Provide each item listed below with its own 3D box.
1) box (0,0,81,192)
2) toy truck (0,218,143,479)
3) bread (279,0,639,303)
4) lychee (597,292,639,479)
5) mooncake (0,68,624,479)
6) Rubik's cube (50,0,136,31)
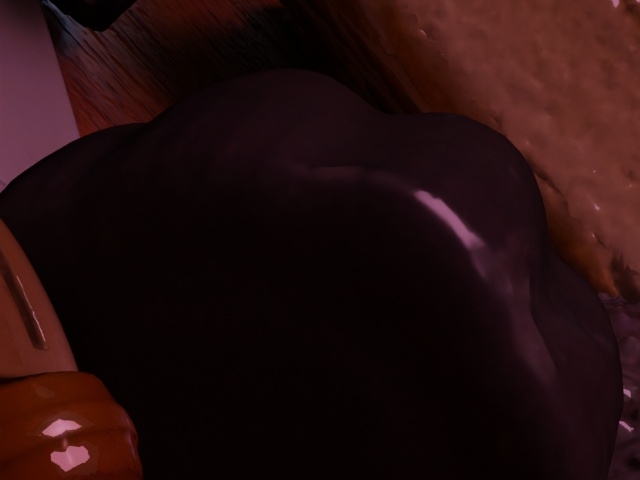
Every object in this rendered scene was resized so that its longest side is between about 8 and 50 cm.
[{"bbox_3d":[-0.195,-0.088,0.945,0.142,0.044,0.285,22,38,-48],"label":"box"},{"bbox_3d":[-0.201,0.052,0.578,0.288,0.211,0.204,7,50,-59],"label":"toy truck"},{"bbox_3d":[0.171,-0.144,1.199,0.390,0.279,0.371,48,-6,5],"label":"bread"},{"bbox_3d":[0.156,0.159,0.943,0.300,0.300,0.300,37,30,-26],"label":"lychee"},{"bbox_3d":[-0.018,0.064,0.743,0.306,0.306,0.154,48,29,-8],"label":"mooncake"},{"bbox_3d":[-0.107,-0.360,1.035,0.310,0.305,0.307,45,59,-7],"label":"Rubik's cube"}]
